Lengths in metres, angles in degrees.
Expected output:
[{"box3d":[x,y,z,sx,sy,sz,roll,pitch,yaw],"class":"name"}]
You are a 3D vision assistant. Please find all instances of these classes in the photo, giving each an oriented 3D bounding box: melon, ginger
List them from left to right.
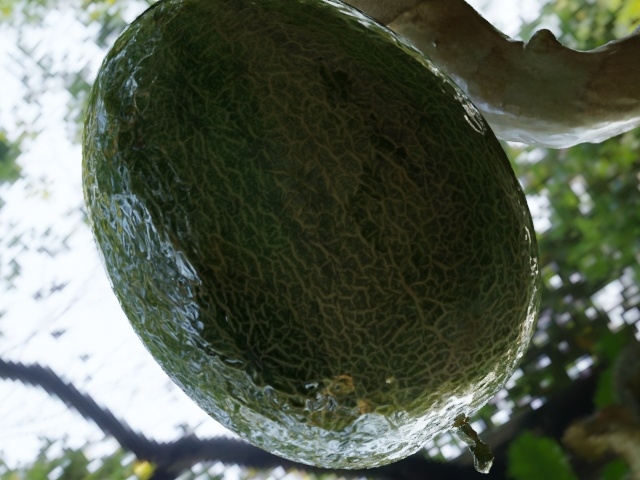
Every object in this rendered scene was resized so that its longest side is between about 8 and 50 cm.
[{"box3d":[0.000,0.000,0.644,0.192,0.139,0.139,52,-135,-2],"class":"melon"},{"box3d":[0.018,-0.100,0.755,0.288,0.089,0.075,16,-132,-3],"class":"ginger"}]
